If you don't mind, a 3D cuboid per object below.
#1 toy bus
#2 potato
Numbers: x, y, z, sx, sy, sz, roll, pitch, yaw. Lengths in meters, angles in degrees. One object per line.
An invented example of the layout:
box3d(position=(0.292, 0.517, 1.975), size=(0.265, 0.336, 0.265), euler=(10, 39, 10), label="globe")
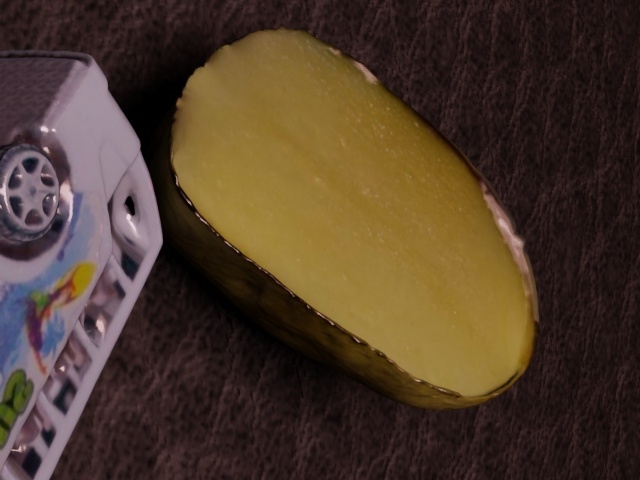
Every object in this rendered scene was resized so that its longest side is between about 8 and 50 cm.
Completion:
box3d(position=(-0.179, 0.069, 0.814), size=(0.136, 0.109, 0.330), euler=(55, 48, -42), label="toy bus")
box3d(position=(0.000, 0.000, 1.021), size=(0.271, 0.111, 0.160), euler=(35, 52, -25), label="potato")
